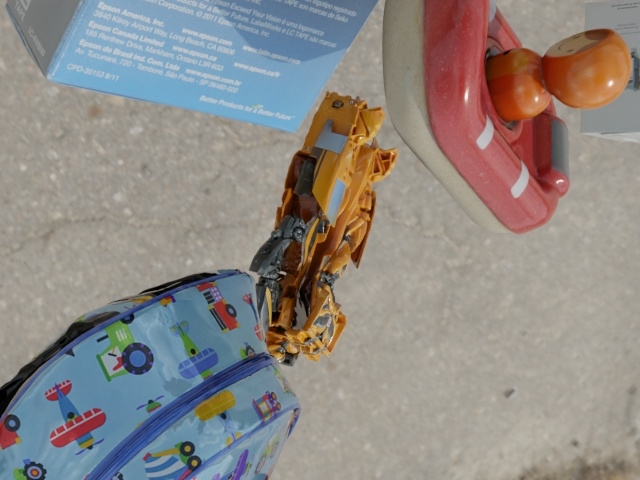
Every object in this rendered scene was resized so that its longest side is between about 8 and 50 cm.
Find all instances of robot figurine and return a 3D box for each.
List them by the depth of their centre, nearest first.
[{"bbox_3d":[0.000,0.000,1.227,0.211,0.085,0.291,56,49,-66],"label":"robot figurine"}]

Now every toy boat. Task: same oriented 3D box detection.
[{"bbox_3d":[0.142,-0.112,0.802,0.151,0.151,0.231,-14,144,29],"label":"toy boat"}]

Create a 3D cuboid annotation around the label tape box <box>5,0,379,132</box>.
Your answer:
[{"bbox_3d":[-0.049,-0.265,0.868,0.249,0.115,0.347,8,124,-42],"label":"label tape box"}]

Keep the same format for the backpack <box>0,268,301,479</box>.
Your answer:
[{"bbox_3d":[-0.072,0.098,0.451,0.173,0.117,0.158,-50,164,25],"label":"backpack"}]

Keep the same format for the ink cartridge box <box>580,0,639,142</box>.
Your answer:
[{"bbox_3d":[0.427,-0.219,1.488,0.128,0.127,0.176,1,92,-48],"label":"ink cartridge box"}]
